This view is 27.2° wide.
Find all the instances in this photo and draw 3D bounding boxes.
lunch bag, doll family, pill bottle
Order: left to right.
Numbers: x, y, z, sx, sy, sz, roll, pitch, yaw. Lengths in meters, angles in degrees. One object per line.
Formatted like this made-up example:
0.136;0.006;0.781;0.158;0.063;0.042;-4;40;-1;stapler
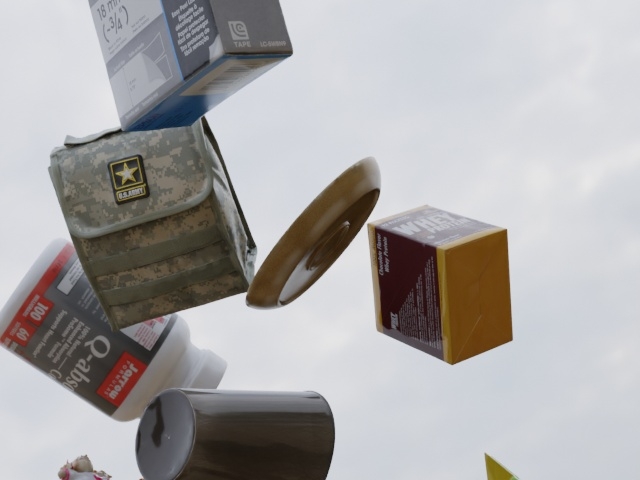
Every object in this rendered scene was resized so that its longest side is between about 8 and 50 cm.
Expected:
-0.351;0.175;2.229;0.210;0.363;0.210;-55;7;9;pill bottle
-0.305;0.417;2.100;0.262;0.163;0.118;10;-67;-31;doll family
-0.244;-0.042;1.941;0.235;0.169;0.287;-16;-64;8;lunch bag

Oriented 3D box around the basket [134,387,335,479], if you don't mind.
-0.119;0.277;1.766;0.226;0.154;0.204;20;-83;-41;basket

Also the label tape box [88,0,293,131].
-0.173;-0.321;1.511;0.105;0.334;0.240;-9;-11;-38;label tape box

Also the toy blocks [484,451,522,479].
0.203;0.425;1.619;0.261;0.190;0.381;-52;-16;-2;toy blocks

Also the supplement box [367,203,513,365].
0.188;0.065;2.094;0.129;0.194;0.191;-18;-68;-31;supplement box

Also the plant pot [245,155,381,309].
0.000;0.000;1.597;0.236;0.032;0.236;-47;-11;-11;plant pot
